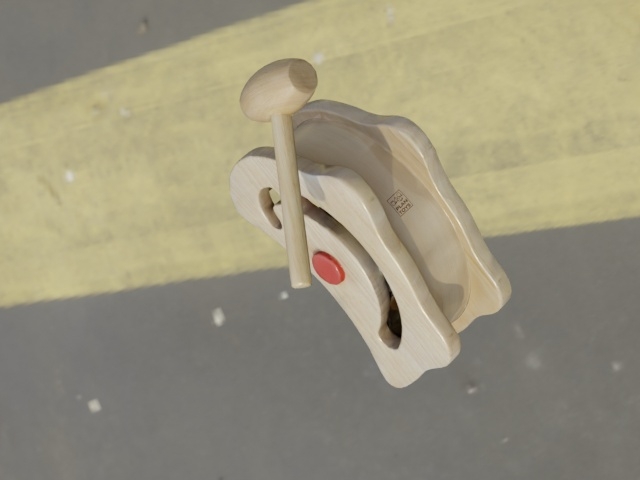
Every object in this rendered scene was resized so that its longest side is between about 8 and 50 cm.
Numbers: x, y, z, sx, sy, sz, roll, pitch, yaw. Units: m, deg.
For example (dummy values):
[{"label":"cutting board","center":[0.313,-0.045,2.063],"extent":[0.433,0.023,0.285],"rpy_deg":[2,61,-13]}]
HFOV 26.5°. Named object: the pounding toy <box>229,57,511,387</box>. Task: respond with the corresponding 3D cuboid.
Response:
[{"label":"pounding toy","center":[0.000,0.000,0.966],"extent":[0.154,0.155,0.269],"rpy_deg":[-5,122,54]}]
